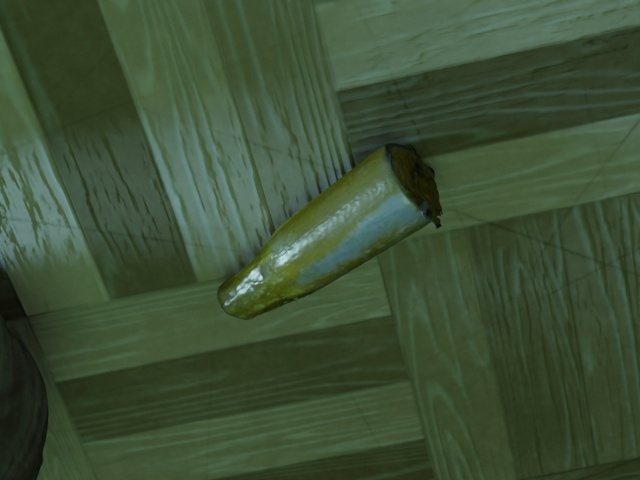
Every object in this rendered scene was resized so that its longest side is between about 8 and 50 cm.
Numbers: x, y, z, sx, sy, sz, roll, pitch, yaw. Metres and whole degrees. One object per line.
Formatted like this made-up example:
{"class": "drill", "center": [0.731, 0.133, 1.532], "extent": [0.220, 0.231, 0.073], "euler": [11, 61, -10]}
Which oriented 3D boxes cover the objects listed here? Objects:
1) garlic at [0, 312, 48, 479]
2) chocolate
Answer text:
{"class": "garlic", "center": [-0.385, 0.183, 1.231], "extent": [0.318, 0.259, 0.317], "euler": [-14, 149, -8]}
{"class": "chocolate", "center": [0.000, 0.000, 1.236], "extent": [0.219, 0.085, 0.085], "euler": [-33, 121, 24]}
